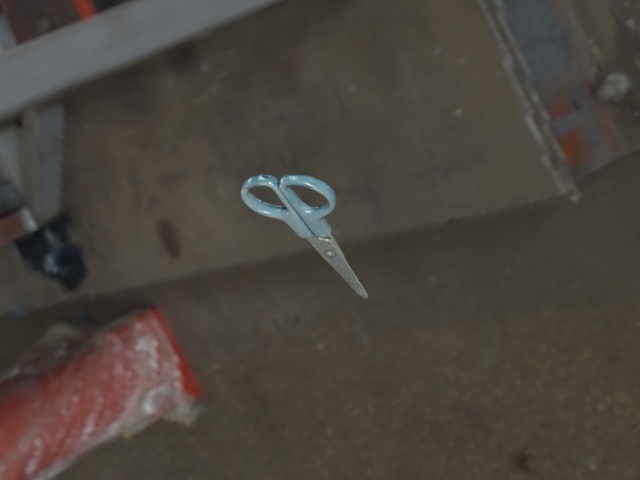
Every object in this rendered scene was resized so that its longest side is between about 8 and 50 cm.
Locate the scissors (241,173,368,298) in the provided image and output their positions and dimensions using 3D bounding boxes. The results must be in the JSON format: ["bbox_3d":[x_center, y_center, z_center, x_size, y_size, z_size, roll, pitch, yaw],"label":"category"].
[{"bbox_3d":[0.000,0.000,0.624,0.036,0.006,0.083,-2,147,26],"label":"scissors"}]
